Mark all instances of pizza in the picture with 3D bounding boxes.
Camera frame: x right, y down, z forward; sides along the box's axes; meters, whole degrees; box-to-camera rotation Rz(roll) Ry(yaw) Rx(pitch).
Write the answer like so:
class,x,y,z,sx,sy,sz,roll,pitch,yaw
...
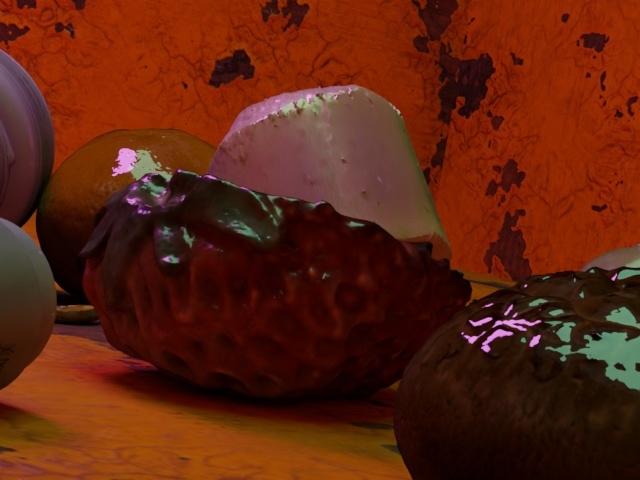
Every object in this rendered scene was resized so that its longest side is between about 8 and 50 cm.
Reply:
class,x,y,z,sx,sy,sz,roll,pitch,yaw
pizza,-0.232,0.069,1.326,0.037,0.016,0.083,12,7,28

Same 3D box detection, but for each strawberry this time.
class,x,y,z,sx,sy,sz,roll,pitch,yaw
strawberry,-0.024,0.058,1.100,0.265,0.149,0.336,4,-13,46

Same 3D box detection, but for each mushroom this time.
class,x,y,z,sx,sy,sz,roll,pitch,yaw
mushroom,0.160,0.095,0.737,0.253,0.153,0.253,3,10,-1

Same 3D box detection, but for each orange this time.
class,x,y,z,sx,sy,sz,roll,pitch,yaw
orange,-0.175,-0.028,1.522,0.249,0.183,0.249,1,-7,0

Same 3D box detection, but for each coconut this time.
class,x,y,z,sx,sy,sz,roll,pitch,yaw
coconut,0.000,0.000,1.351,0.233,0.245,0.233,-12,-19,-4

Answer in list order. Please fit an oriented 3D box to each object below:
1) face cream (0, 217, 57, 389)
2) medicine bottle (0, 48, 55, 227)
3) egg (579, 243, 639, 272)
class,x,y,z,sx,sy,sz,roll,pitch,yaw
face cream,-0.223,0.038,0.834,0.117,0.117,0.104,11,9,24
medicine bottle,-0.413,-0.085,1.429,0.256,0.256,0.325,9,9,-5
egg,0.421,0.090,1.823,0.201,0.164,0.164,15,4,17
